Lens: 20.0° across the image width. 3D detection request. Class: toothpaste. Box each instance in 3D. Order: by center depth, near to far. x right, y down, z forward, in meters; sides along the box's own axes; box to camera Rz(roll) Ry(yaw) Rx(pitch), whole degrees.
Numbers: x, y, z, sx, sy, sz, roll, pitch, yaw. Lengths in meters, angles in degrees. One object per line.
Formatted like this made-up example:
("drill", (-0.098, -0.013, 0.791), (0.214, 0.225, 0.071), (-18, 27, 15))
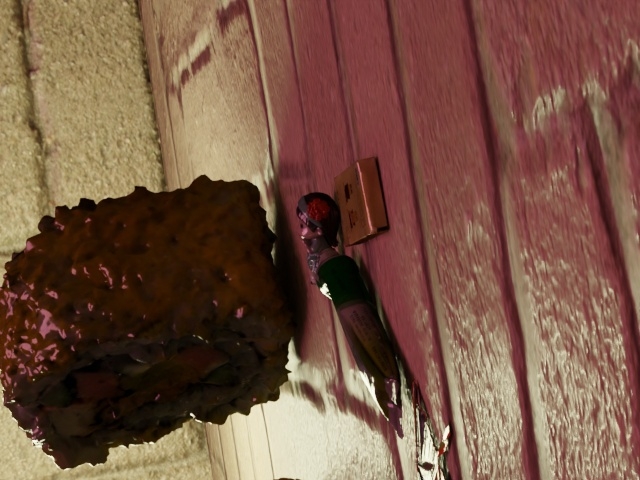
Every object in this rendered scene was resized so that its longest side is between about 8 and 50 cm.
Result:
("toothpaste", (0.041, 0.088, 1.786), (0.248, 0.047, 0.078), (-115, 14, -50))

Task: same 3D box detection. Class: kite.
("kite", (0.099, 0.211, 1.617), (0.190, 0.010, 0.159), (-107, 20, -45))

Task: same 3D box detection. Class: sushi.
("sushi", (-0.229, 0.115, 2.351), (0.351, 0.396, 0.240), (86, 167, -57))

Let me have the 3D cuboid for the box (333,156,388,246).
("box", (0.038, -0.036, 1.753), (0.149, 0.020, 0.073), (155, 105, -80))

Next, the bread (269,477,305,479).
("bread", (-0.052, 0.450, 2.319), (0.119, 0.152, 0.288), (99, 161, -77))

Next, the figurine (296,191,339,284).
("figurine", (0.000, 0.000, 1.923), (0.060, 0.047, 0.106), (-100, 3, -68))
